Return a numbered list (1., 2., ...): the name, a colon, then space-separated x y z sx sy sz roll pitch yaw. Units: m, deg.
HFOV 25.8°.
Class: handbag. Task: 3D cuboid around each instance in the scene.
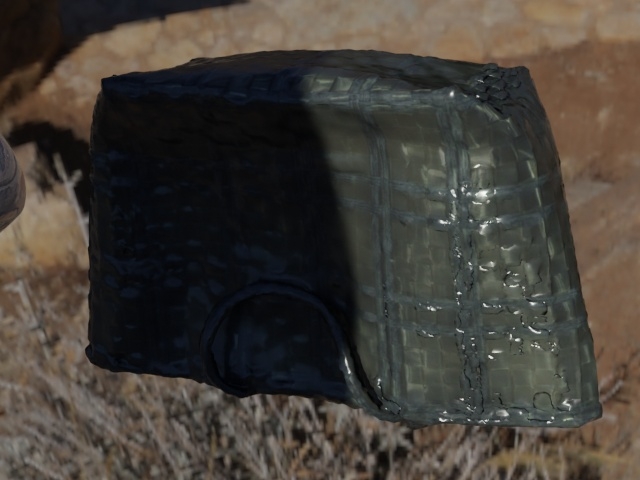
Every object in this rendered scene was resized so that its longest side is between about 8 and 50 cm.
1. handbag: 0.000 0.000 0.654 0.270 0.175 0.089 6 17 25

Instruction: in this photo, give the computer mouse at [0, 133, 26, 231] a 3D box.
1. computer mouse: -0.339 -0.026 1.066 0.184 0.121 0.297 41 38 1
